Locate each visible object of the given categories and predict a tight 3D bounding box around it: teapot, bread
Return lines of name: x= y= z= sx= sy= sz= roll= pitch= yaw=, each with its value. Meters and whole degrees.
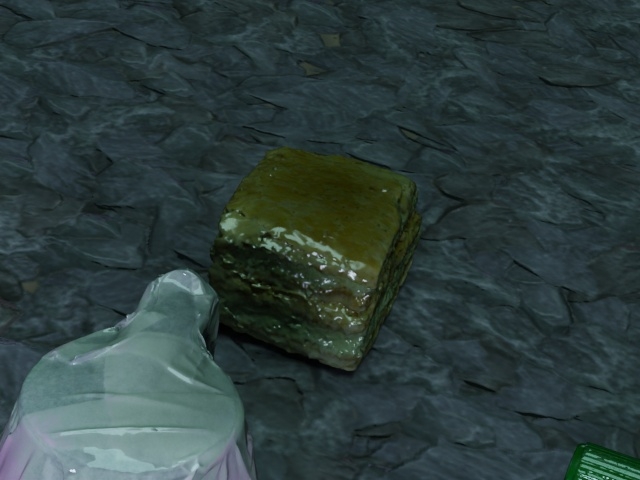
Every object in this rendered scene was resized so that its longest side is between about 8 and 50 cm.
teapot: x=-0.091 y=0.131 z=0.761 sx=0.163 sy=0.178 sz=0.222 roll=28 pitch=36 yaw=24
bread: x=0.000 y=0.000 z=1.057 sx=0.138 sy=0.102 sz=0.196 roll=20 pitch=33 yaw=10

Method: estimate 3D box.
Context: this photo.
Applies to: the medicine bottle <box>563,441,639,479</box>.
medicine bottle: x=0.284 y=0.197 z=0.873 sx=0.261 sy=0.064 sz=0.095 roll=19 pitch=45 yaw=16
